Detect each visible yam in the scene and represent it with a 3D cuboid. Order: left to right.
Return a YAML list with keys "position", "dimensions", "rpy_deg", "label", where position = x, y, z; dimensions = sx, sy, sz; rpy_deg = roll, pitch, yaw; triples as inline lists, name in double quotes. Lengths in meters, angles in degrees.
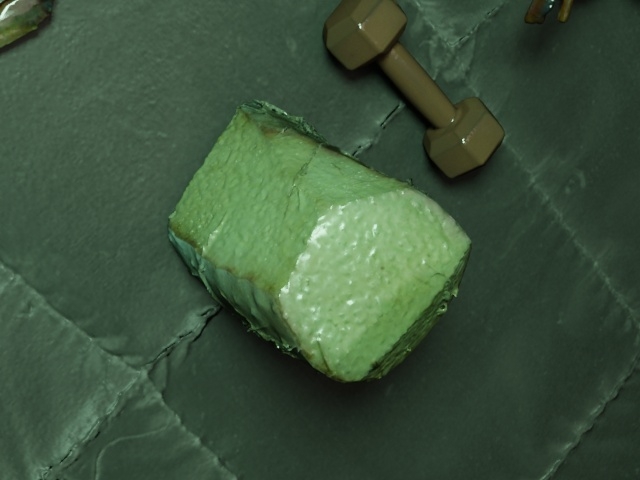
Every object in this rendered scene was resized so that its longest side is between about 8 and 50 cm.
- position: [0.002, 0.005, 0.832]
  dimensions: [0.201, 0.271, 0.202]
  rpy_deg: [33, 89, -28]
  label: "yam"

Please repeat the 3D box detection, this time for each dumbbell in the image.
- position: [0.102, -0.165, 0.955]
  dimensions: [0.082, 0.092, 0.231]
  rpy_deg: [-39, 117, 17]
  label: "dumbbell"

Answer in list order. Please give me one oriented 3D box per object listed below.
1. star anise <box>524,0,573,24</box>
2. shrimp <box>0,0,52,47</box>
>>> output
- position: [0.325, -0.341, 1.003]
  dimensions: [0.346, 0.148, 0.237]
  rpy_deg: [-42, 110, -29]
  label: "star anise"
- position: [-0.269, -0.278, 0.775]
  dimensions: [0.296, 0.058, 0.169]
  rpy_deg: [-42, 120, -10]
  label: "shrimp"
